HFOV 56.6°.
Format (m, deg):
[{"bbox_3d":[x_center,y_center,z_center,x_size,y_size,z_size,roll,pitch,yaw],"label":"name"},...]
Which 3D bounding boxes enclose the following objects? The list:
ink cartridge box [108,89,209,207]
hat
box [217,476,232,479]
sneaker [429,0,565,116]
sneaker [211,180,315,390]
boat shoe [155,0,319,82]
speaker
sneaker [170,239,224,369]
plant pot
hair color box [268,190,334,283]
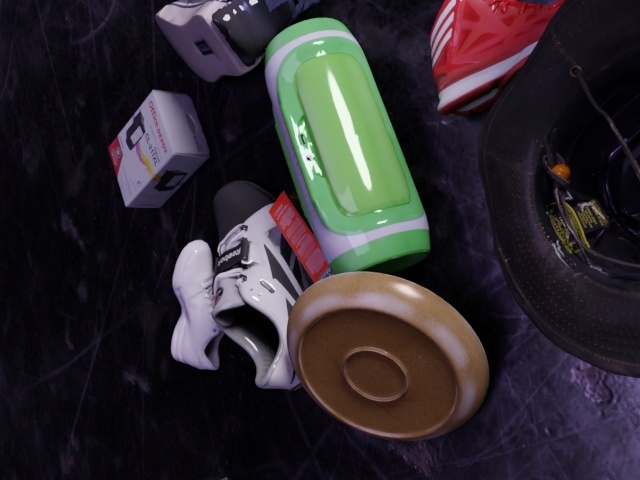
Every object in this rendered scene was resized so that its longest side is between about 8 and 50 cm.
[{"bbox_3d":[-0.279,-0.153,1.014,0.175,0.072,0.127,-36,68,38],"label":"ink cartridge box"},{"bbox_3d":[0.283,-0.054,0.462,0.331,0.134,0.331,21,114,58],"label":"hat"},{"bbox_3d":[-0.146,0.418,0.929,0.083,0.062,0.052,10,97,43],"label":"box"},{"bbox_3d":[0.190,-0.218,0.571,0.221,0.087,0.128,-21,79,40],"label":"sneaker"},{"bbox_3d":[-0.092,0.049,0.808,0.122,0.146,0.330,-48,60,35],"label":"sneaker"},{"bbox_3d":[-0.119,-0.319,0.846,0.158,0.127,0.340,-42,32,-9],"label":"boat shoe"},{"bbox_3d":[0.027,-0.104,0.698,0.131,0.131,0.296,-30,72,40],"label":"speaker"},{"bbox_3d":[-0.180,0.106,0.947,0.094,0.080,0.212,16,110,29],"label":"sneaker"},{"bbox_3d":[0.064,0.142,0.660,0.236,0.032,0.236,11,123,18],"label":"plant pot"},{"bbox_3d":[0.000,0.000,0.766,0.043,0.072,0.141,-51,61,32],"label":"hair color box"}]
